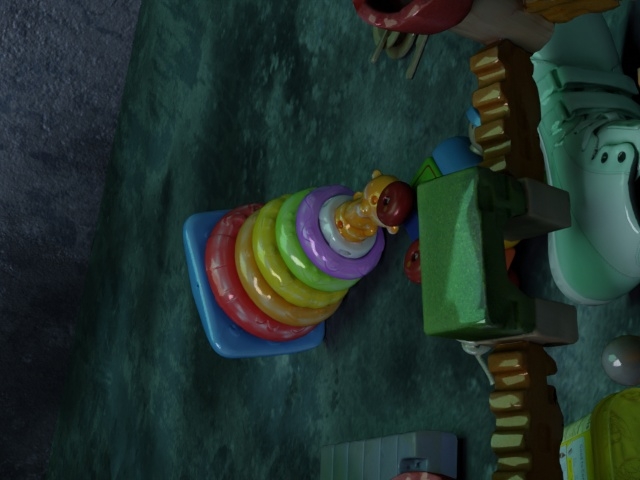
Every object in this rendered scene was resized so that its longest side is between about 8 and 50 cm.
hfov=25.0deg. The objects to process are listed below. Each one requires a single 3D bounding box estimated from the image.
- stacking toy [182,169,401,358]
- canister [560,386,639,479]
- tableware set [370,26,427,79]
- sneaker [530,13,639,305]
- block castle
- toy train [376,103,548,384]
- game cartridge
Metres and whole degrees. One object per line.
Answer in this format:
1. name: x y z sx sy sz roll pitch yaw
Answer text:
1. stacking toy: 0.000 0.000 1.528 0.302 0.165 0.175 -33 67 49
2. canister: 0.197 0.190 1.043 0.170 0.073 0.126 134 138 -59
3. tableware set: 0.091 -0.283 1.509 0.128 0.039 0.194 -113 37 -52
4. sneaker: 0.219 -0.092 1.050 0.151 0.094 0.256 140 125 -66
5. block castle: 0.163 -0.012 0.855 0.303 0.212 0.453 -13 72 42
6. toy train: 0.148 -0.007 1.213 0.143 0.105 0.248 -57 31 23
7. game cartridge: 0.057 0.364 1.358 0.230 0.068 0.355 149 125 -68
